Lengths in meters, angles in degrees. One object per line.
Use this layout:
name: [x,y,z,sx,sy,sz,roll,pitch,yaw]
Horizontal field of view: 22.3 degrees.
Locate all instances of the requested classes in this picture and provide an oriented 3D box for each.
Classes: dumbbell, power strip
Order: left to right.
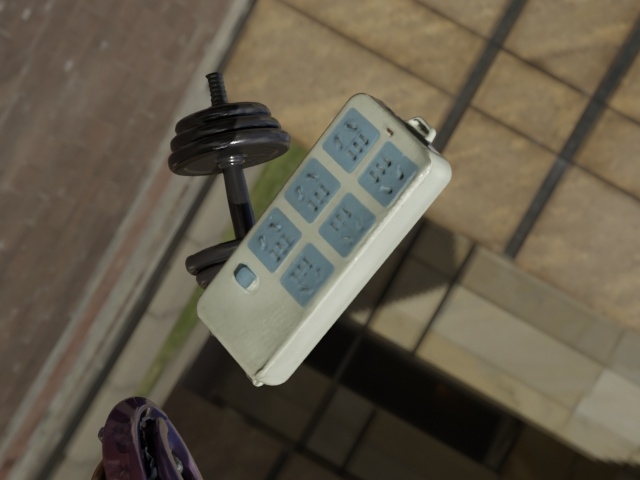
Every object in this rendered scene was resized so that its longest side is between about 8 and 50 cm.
dumbbell: [-0.061,-0.027,1.225,0.099,0.099,0.208,97,-19,-81]
power strip: [0.000,0.000,0.986,0.192,0.081,0.035,-51,144,11]

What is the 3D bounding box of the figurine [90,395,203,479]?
figurine: [-0.133,0.187,1.040,0.157,0.114,0.126,-48,-135,15]
